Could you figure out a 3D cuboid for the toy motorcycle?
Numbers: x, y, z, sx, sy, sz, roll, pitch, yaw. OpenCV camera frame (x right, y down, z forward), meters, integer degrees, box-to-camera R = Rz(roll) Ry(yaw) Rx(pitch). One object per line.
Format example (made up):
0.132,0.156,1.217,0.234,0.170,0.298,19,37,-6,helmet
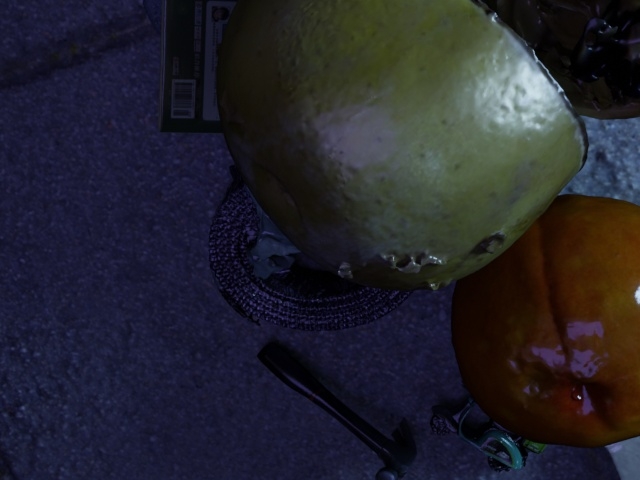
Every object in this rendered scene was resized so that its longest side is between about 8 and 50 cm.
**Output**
0.250,0.279,1.751,0.173,0.058,0.100,29,109,0,toy motorcycle

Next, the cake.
0.356,-0.277,1.318,0.332,0.321,0.332,-1,115,-1,cake

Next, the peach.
0.340,0.111,1.518,0.342,0.302,0.343,6,113,13,peach

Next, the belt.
0.000,0.000,1.664,0.324,0.122,0.260,-5,115,16,belt

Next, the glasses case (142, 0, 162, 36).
-0.135,-0.254,1.615,0.109,0.067,0.282,-28,106,22,glasses case

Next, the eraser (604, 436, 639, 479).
0.581,0.272,1.648,0.343,0.078,0.144,-21,104,22,eraser

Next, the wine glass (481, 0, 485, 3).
0.137,-0.397,1.452,0.156,0.156,0.232,-1,117,15,wine glass

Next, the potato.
0.054,-0.129,1.393,0.319,0.385,0.442,-44,94,-11,potato

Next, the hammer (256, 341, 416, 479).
0.024,0.251,1.777,0.290,0.137,0.037,39,117,12,hammer

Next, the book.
-0.082,-0.240,1.564,0.264,0.027,0.202,-1,110,-14,book
